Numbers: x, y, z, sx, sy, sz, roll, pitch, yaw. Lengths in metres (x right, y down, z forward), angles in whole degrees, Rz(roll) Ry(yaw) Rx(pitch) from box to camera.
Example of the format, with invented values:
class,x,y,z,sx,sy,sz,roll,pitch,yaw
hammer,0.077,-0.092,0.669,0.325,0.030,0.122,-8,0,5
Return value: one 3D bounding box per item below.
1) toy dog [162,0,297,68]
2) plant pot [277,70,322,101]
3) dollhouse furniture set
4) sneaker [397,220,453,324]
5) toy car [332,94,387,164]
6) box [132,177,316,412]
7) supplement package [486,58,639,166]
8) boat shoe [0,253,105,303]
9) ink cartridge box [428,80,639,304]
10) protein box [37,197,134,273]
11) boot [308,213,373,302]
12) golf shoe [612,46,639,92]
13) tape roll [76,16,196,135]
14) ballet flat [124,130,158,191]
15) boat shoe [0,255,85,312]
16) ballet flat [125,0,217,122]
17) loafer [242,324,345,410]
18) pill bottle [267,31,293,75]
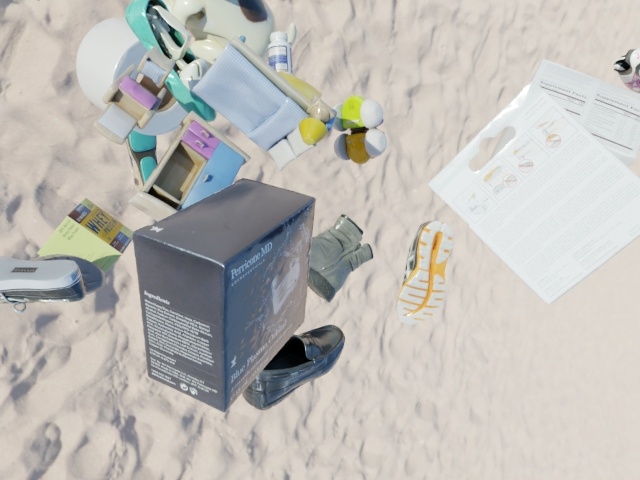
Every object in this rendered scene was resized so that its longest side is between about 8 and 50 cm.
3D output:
class,x,y,z,sx,sy,sz,roll,pitch,yaw
toy dog,-0.281,-0.659,1.249,0.285,0.395,0.408,-62,163,-22
plant pot,-0.076,-0.290,0.962,0.095,0.134,0.134,45,68,-15
dollhouse furniture set,-0.178,-0.167,0.709,0.286,0.303,0.198,37,55,-26
sneaker,0.200,0.061,0.903,0.084,0.083,0.215,15,102,-8
toy car,0.120,-0.306,1.272,0.136,0.159,0.182,-25,111,-42
box,-0.083,0.043,0.445,0.156,0.093,0.159,-43,144,-54
supplement package,0.456,-0.176,0.908,0.145,0.203,0.262,-58,166,-21
boat shoe,-0.796,0.116,1.347,0.354,0.130,0.133,-2,78,-2
ink cartridge box,0.295,-0.060,0.620,0.189,0.232,0.066,-46,171,22
protein box,-0.778,0.009,1.558,0.201,0.136,0.199,40,113,-21
boot,0.000,0.000,0.962,0.161,0.083,0.246,-48,124,-13
golf shoe,0.568,-0.313,0.830,0.186,0.085,0.068,-21,132,-68
tape roll,-0.446,-0.406,1.154,0.246,0.169,0.246,-38,146,-32
ballet flat,-0.605,-0.295,1.551,0.107,0.106,0.316,-19,114,-45
boat shoe,-0.719,0.106,1.119,0.305,0.113,0.105,-2,123,0
ballet flat,-0.261,-0.335,0.861,0.247,0.087,0.083,56,44,-20
loafer,-0.031,0.183,0.738,0.223,0.076,0.078,-22,130,-48
pill bottle,-0.112,-0.508,1.287,0.067,0.067,0.120,-5,92,-41
